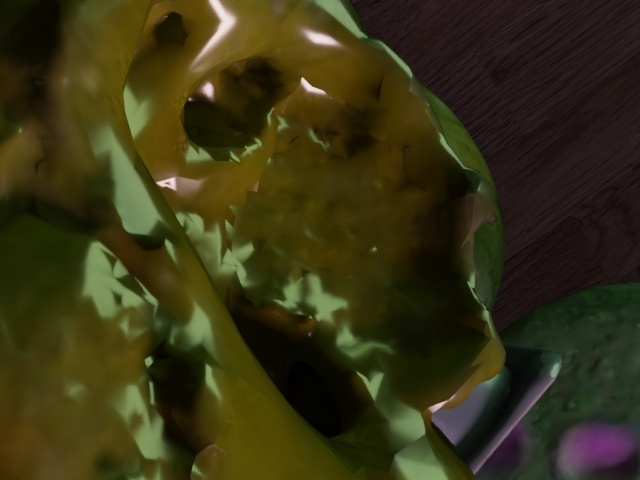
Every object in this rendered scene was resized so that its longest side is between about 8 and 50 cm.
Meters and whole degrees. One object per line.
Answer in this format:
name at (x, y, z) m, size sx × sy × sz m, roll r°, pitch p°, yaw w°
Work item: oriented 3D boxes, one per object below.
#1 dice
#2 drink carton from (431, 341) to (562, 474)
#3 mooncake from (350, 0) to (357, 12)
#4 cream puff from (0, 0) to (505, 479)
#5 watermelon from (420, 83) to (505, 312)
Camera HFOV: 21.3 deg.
dice at (0.253, 0.256, 1.449) m, size 0.322 × 0.330 × 0.318 m, roll 55°, pitch -3°, yaw 37°
drink carton at (0.032, 0.096, 1.284) m, size 0.189 × 0.185 × 0.191 m, roll 40°, pitch -9°, yaw -13°
mooncake at (-0.111, -0.124, 0.883) m, size 0.283 × 0.141 × 0.283 m, roll 33°, pitch 28°, yaw -20°
cream puff at (-0.048, 0.007, 0.460) m, size 0.282 × 0.185 × 0.282 m, roll 52°, pitch -1°, yaw 2°
watermelon at (-0.002, -0.002, 1.078) m, size 0.242 × 0.242 × 0.242 m, roll 54°, pitch 2°, yaw -2°
